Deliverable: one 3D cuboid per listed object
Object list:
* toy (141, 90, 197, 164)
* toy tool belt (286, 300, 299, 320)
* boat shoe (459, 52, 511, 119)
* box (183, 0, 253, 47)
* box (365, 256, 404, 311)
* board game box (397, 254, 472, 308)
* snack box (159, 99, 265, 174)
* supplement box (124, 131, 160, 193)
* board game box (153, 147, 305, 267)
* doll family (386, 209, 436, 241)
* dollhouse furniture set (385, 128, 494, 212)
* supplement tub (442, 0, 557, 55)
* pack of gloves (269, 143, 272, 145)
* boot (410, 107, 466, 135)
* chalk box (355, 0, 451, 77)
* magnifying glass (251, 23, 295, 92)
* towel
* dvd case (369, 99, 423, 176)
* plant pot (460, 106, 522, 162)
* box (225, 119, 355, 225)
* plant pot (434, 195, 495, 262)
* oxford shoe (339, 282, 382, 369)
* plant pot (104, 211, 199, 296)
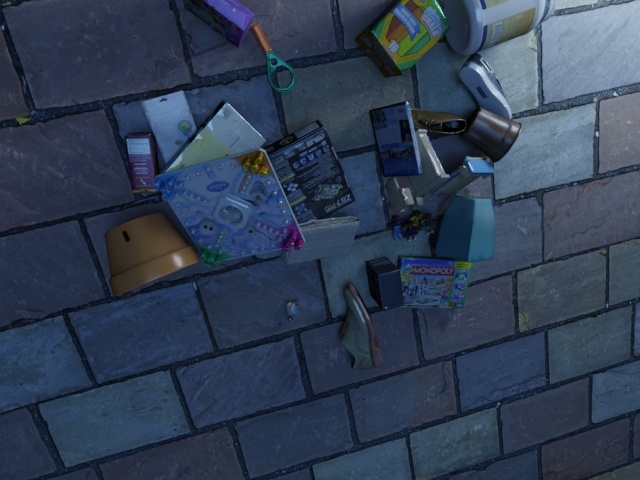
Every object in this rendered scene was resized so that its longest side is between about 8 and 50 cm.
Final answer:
[{"bbox_3d":[-0.482,-0.363,1.496,0.136,0.056,0.238,-20,114,-10],"label":"toy"},{"bbox_3d":[-0.106,0.279,1.771,0.051,0.052,0.083,-7,109,-1],"label":"toy tool belt"},{"bbox_3d":[0.623,-0.556,1.653,0.301,0.108,0.102,40,72,-26],"label":"boat shoe"},{"bbox_3d":[-0.304,-0.673,1.313,0.200,0.293,0.057,33,94,-19],"label":"box"},{"bbox_3d":[0.251,0.167,1.757,0.093,0.158,0.156,-13,109,-8],"label":"box"},{"bbox_3d":[0.462,0.174,1.865,0.317,0.046,0.214,3,107,-13],"label":"board game box"},{"bbox_3d":[-0.359,-0.285,1.511,0.322,0.060,0.187,-48,125,1],"label":"snack box"},{"bbox_3d":[-0.582,-0.258,1.479,0.080,0.104,0.188,-4,107,-10],"label":"supplement box"},{"bbox_3d":[-0.295,-0.085,1.487,0.389,0.050,0.390,-11,128,15],"label":"board game box"},{"bbox_3d":[0.355,-0.064,1.753,0.192,0.076,0.111,-23,129,-10],"label":"doll family"},{"bbox_3d":[0.438,-0.264,1.702,0.303,0.286,0.198,-7,69,-35],"label":"dollhouse furniture set"},{"bbox_3d":[0.595,-0.783,1.509,0.316,0.228,0.229,-21,110,-5],"label":"supplement tub"},{"bbox_3d":[-0.074,-0.268,1.614,0.231,0.046,0.195,-8,121,-17],"label":"pack of gloves"},{"bbox_3d":[0.381,-0.423,1.632,0.305,0.115,0.113,-6,109,-9],"label":"boot"},{"bbox_3d":[0.294,-0.713,1.490,0.289,0.179,0.180,-45,110,4],"label":"chalk box"},{"bbox_3d":[-0.162,-0.609,1.509,0.092,0.026,0.231,-30,112,-2],"label":"magnifying glass"},{"bbox_3d":[0.000,0.000,1.660,0.282,0.049,0.187,-8,139,-20],"label":"towel"},{"bbox_3d":[0.266,-0.352,1.591,0.022,0.180,0.253,-25,108,-32],"label":"dvd case"},{"bbox_3d":[0.621,-0.401,1.662,0.165,0.167,0.167,28,99,-3],"label":"plant pot"},{"bbox_3d":[-0.110,-0.184,1.561,0.394,0.097,0.318,-28,124,0],"label":"box"},{"bbox_3d":[0.570,-0.052,1.741,0.165,0.165,0.235,-3,103,-37],"label":"plant pot"},{"bbox_3d":[0.140,0.362,1.806,0.146,0.140,0.397,-17,107,1],"label":"oxford shoe"},{"bbox_3d":[-0.579,0.035,1.492,0.290,0.291,0.204,-24,94,-4],"label":"plant pot"}]
